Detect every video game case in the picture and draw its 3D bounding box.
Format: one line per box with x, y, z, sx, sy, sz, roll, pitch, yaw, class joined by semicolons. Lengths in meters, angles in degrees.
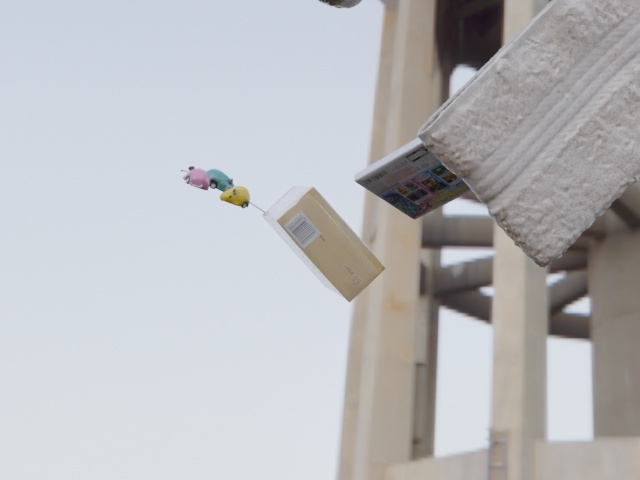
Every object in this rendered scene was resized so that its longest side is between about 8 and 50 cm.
0.158;-0.098;1.702;0.143;0.019;0.157;30;-42;-33;video game case

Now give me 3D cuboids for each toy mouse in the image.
-0.179;-0.099;1.775;0.143;0.031;0.161;33;12;35;toy mouse

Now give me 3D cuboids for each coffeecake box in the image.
0.000;0.000;1.441;0.142;0.068;0.185;48;-4;-8;coffeecake box

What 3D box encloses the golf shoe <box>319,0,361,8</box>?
0.060;-0.217;0.650;0.086;0.186;0.067;25;7;-36;golf shoe

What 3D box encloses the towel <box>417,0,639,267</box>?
0.250;-0.130;1.037;0.187;0.282;0.049;47;-9;-8;towel
